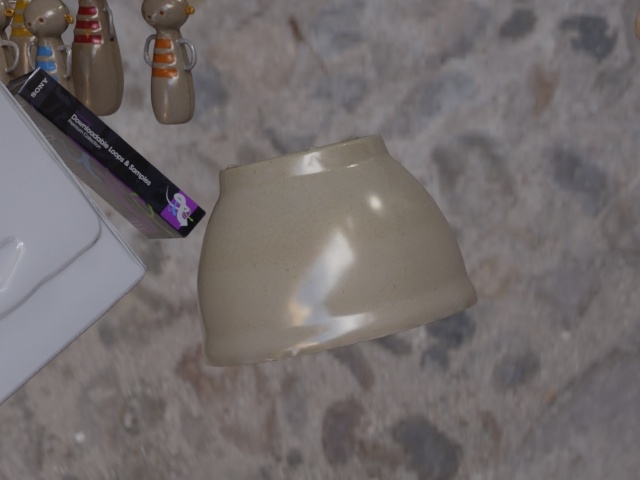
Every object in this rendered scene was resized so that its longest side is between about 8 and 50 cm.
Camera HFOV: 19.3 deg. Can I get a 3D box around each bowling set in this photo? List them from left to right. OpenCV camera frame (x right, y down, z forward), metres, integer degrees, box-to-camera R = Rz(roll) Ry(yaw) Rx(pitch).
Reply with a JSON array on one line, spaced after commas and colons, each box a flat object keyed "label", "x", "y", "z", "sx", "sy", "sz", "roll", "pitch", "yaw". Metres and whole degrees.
[{"label": "bowling set", "x": -0.265, "y": -0.184, "z": 1.770, "sx": 0.287, "sy": 0.154, "sz": 0.200, "roll": 9, "pitch": 17, "yaw": 42}]

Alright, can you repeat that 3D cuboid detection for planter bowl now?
[{"label": "planter bowl", "x": 0.000, "y": 0.000, "z": 1.081, "sx": 0.162, "sy": 0.162, "sz": 0.109, "roll": -13, "pitch": 93, "yaw": -4}]

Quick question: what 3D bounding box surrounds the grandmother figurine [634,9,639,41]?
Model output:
[{"label": "grandmother figurine", "x": 0.302, "y": -0.044, "z": 0.995, "sx": 0.104, "sy": 0.208, "sz": 0.342, "roll": -11, "pitch": 45, "yaw": -31}]

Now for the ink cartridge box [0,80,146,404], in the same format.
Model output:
[{"label": "ink cartridge box", "x": -0.296, "y": 0.037, "z": 1.250, "sx": 0.197, "sy": 0.270, "sz": 0.198, "roll": 53, "pitch": 48, "yaw": -8}]

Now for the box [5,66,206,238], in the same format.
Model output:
[{"label": "box", "x": -0.166, "y": -0.062, "z": 1.397, "sx": 0.162, "sy": 0.116, "sz": 0.029, "roll": 43, "pitch": 77, "yaw": -13}]
